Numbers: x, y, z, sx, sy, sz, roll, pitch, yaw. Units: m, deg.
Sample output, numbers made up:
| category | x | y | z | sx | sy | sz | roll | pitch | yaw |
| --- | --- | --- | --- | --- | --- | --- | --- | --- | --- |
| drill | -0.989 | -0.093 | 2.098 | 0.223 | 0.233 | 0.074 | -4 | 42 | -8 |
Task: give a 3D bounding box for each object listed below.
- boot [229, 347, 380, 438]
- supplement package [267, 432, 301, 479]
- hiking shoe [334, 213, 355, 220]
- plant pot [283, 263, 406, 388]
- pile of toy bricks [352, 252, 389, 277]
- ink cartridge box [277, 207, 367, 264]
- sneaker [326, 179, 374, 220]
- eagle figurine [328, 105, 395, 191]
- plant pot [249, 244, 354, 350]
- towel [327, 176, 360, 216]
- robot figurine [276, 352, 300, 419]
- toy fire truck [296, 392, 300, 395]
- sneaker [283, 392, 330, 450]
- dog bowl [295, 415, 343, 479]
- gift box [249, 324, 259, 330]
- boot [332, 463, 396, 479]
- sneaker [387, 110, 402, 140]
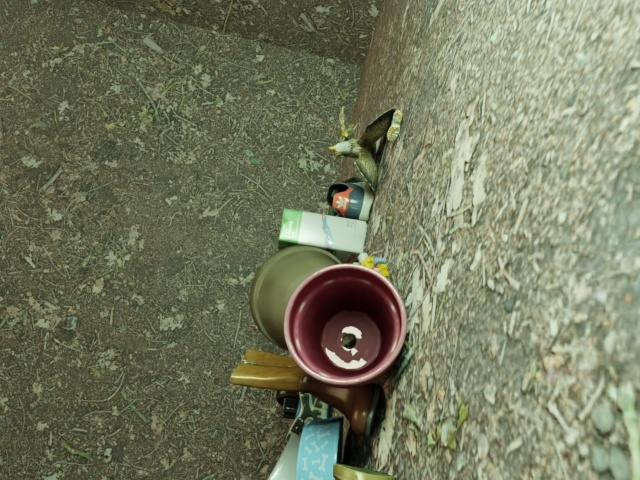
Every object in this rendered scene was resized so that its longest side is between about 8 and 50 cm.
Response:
| category | x | y | z | sx | sy | sz | roll | pitch | yaw |
| --- | --- | --- | --- | --- | --- | --- | --- | --- | --- |
| boot | -0.034 | 0.279 | 0.796 | 0.264 | 0.280 | 0.096 | -96 | 18 | -82 |
| supplement package | -0.061 | 0.622 | 1.041 | 0.139 | 0.133 | 0.244 | -54 | -14 | -40 |
| hiking shoe | 0.085 | 0.035 | 1.580 | 0.132 | 0.113 | 0.304 | 47 | 127 | 56 |
| plant pot | 0.050 | 0.164 | 0.732 | 0.180 | 0.201 | 0.202 | 71 | -152 | -65 |
| pile of toy bricks | 0.095 | 0.135 | 0.901 | 0.212 | 0.118 | 0.105 | -57 | 43 | 33 |
| ink cartridge box | 0.000 | 0.000 | 1.387 | 0.201 | 0.278 | 0.117 | 110 | 169 | -70 |
| sneaker | 0.095 | -0.160 | 1.451 | 0.350 | 0.148 | 0.131 | -91 | 14 | -79 |
| eagle figurine | 0.137 | -0.297 | 1.308 | 0.298 | 0.225 | 0.226 | 29 | 154 | 57 |
| plant pot | -0.016 | 0.174 | 1.134 | 0.280 | 0.323 | 0.324 | 178 | 105 | -70 |
| towel | 0.081 | -0.076 | 1.723 | 0.271 | 0.040 | 0.371 | -33 | -42 | -62 |
| robot figurine | -0.098 | 0.612 | 1.740 | 0.209 | 0.173 | 0.278 | -31 | 35 | 35 |
| toy fire truck | -0.040 | 0.515 | 1.588 | 0.217 | 0.158 | 0.246 | -83 | 16 | -56 |
| sneaker | -0.022 | 0.565 | 1.271 | 0.147 | 0.129 | 0.330 | 73 | -152 | -65 |
| dog bowl | 0.004 | 0.448 | 0.826 | 0.297 | 0.074 | 0.166 | 73 | -159 | -70 |
| gift box | -0.078 | 0.236 | 1.413 | 0.276 | 0.255 | 0.258 | 14 | -93 | -63 |
| boot | 0.043 | 0.461 | 0.542 | 0.236 | 0.089 | 0.270 | 83 | -165 | -56 |
| sneaker | 0.208 | -0.315 | 1.120 | 0.037 | 0.031 | 0.083 | -48 | -22 | -67 |
